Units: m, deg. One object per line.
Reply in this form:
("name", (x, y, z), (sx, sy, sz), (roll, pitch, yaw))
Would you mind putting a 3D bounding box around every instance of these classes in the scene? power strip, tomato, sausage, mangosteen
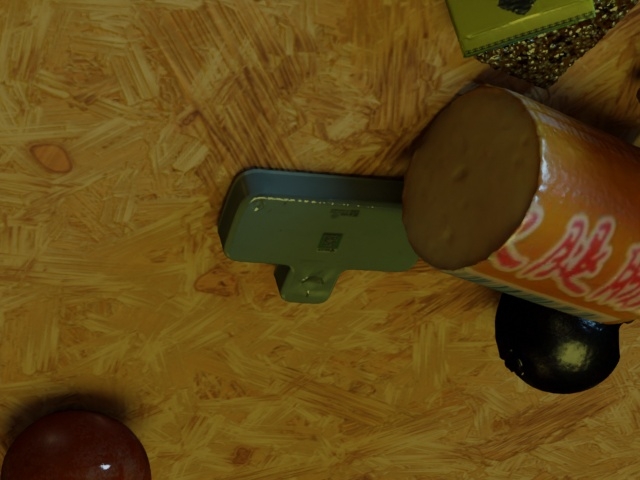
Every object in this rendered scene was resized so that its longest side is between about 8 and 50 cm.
("power strip", (0.000, -0.001, 1.913), (0.265, 0.059, 0.193), (4, 134, -21))
("tomato", (-0.344, 0.335, 2.118), (0.208, 0.184, 0.208), (-32, 138, -34))
("sausage", (0.275, -0.035, 1.822), (0.287, 0.233, 0.233), (19, 131, -33))
("mangosteen", (0.344, 0.101, 2.065), (0.230, 0.194, 0.194), (-38, 143, -11))

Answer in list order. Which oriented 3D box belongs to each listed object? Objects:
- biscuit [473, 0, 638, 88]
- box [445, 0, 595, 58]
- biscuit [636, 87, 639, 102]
("biscuit", (0.285, -0.264, 1.708), (0.131, 0.025, 0.231), (16, 133, -33))
("box", (0.186, -0.319, 1.577), (0.153, 0.041, 0.279), (-18, 137, 8))
("biscuit", (0.544, -0.110, 1.738), (0.318, 0.312, 0.110), (38, 80, -10))
